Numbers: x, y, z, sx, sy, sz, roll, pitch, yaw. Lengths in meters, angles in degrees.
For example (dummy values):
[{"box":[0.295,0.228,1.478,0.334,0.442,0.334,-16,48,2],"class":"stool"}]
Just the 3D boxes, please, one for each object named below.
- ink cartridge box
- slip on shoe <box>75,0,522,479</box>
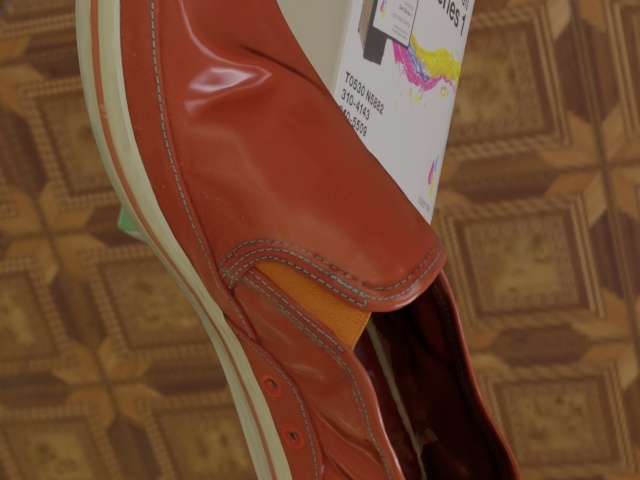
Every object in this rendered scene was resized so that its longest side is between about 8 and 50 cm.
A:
[{"box":[0.001,-0.109,0.922,0.117,0.201,0.278,8,79,22],"class":"ink cartridge box"},{"box":[0.000,0.000,0.638,0.101,0.123,0.331,-9,112,34],"class":"slip on shoe"}]
